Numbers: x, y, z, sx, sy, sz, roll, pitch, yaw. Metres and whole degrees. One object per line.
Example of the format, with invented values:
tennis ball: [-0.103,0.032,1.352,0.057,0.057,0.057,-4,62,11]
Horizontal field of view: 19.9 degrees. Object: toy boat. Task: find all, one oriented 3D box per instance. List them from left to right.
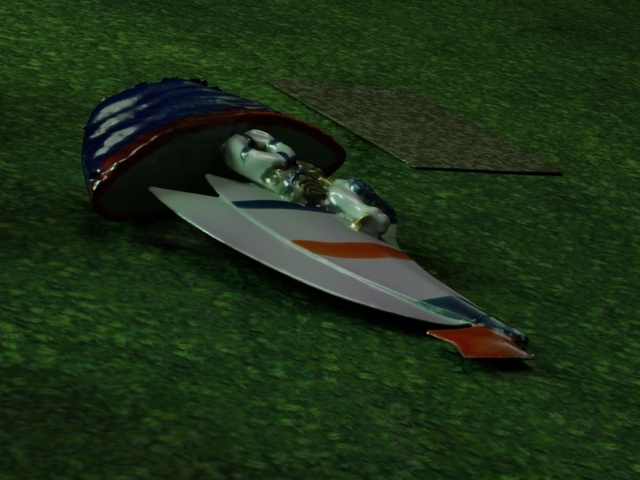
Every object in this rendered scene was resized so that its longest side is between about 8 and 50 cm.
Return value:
toy boat: [-0.028,-0.008,1.069,0.219,0.072,0.318,6,27,-30]

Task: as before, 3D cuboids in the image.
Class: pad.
pad: [0.075,-0.096,1.504,0.158,0.003,0.235,1,20,-34]
